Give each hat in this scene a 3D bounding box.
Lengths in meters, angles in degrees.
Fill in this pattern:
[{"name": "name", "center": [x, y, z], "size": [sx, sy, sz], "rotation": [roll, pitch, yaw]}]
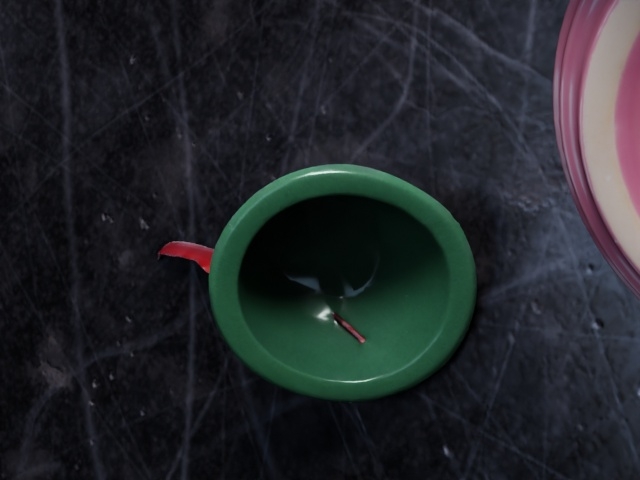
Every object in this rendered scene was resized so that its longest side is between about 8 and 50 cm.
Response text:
[{"name": "hat", "center": [0.000, 0.000, 1.106], "size": [0.208, 0.183, 0.173], "rotation": [18, 108, -8]}]

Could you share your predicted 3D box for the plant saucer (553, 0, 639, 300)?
[{"name": "plant saucer", "center": [0.273, -0.065, 0.833], "size": [0.332, 0.084, 0.332], "rotation": [11, 112, 31]}]
